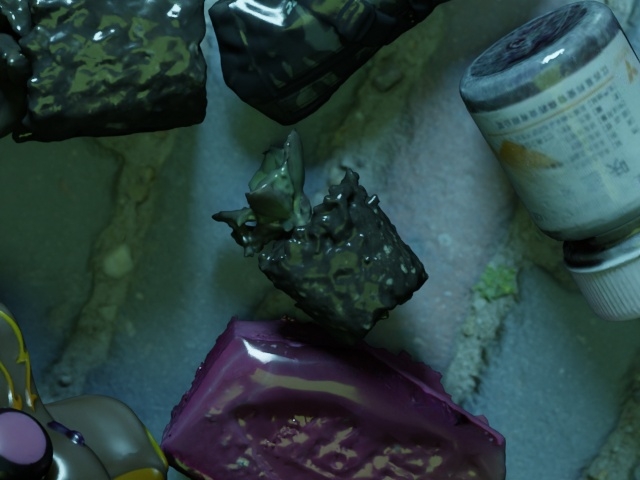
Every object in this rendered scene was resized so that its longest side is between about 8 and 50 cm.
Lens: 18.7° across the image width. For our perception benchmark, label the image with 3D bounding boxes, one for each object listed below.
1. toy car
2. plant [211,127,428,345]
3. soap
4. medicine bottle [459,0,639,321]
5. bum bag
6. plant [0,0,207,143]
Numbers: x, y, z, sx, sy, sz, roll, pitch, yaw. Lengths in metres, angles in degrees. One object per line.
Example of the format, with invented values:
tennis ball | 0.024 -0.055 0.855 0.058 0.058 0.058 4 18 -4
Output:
toy car | -0.308 0.195 1.859 0.340 0.240 0.271 55 132 16
plant | 0.000 0.000 1.867 0.142 0.131 0.203 -38 93 15
soap | 0.022 0.205 1.936 0.325 0.127 0.220 34 105 -12
medicine bottle | 0.261 -0.074 1.838 0.165 0.165 0.273 -30 104 7
bum bag | 0.049 -0.242 1.818 0.340 0.095 0.144 -34 120 9
plant | -0.264 -0.175 1.791 0.321 0.194 0.181 0 95 -7
